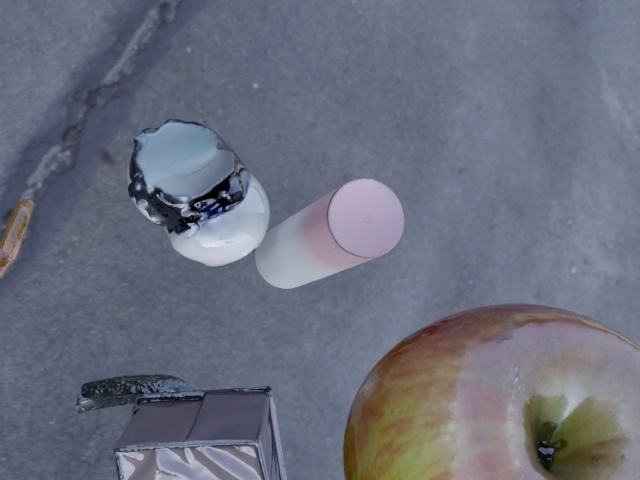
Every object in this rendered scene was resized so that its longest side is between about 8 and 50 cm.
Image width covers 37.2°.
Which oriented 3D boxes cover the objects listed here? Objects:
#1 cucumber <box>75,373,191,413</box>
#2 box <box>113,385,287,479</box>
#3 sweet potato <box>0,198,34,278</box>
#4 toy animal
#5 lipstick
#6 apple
[{"bbox_3d":[-0.369,0.294,1.860,0.067,0.245,0.067,-11,90,-76],"label":"cucumber"},{"bbox_3d":[-0.132,0.325,1.159,0.153,0.188,0.252,-73,158,-76],"label":"box"},{"bbox_3d":[-0.391,0.025,1.134,0.044,0.044,0.179,49,64,-32],"label":"sweet potato"},{"bbox_3d":[-0.139,-0.043,1.122,0.179,0.138,0.166,61,15,-46],"label":"toy animal"},{"bbox_3d":[0.000,0.000,1.136,0.087,0.327,0.087,3,81,-17],"label":"lipstick"},{"bbox_3d":[0.161,0.204,0.807,0.302,0.302,0.301,12,74,-48],"label":"apple"}]
